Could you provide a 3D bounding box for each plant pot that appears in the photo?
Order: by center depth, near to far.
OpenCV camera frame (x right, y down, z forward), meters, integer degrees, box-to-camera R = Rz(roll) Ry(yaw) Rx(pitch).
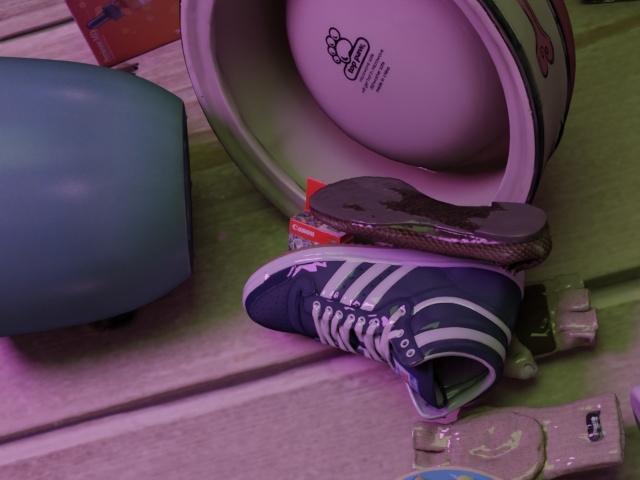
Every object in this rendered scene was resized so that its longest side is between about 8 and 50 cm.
[{"bbox_3d":[-0.249,-0.049,1.529,0.235,0.293,0.293,-3,54,-2],"label":"plant pot"}]

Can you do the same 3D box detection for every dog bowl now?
[{"bbox_3d":[0.066,-0.177,1.468,0.408,0.408,0.150,22,46,28],"label":"dog bowl"}]

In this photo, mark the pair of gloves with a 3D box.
[{"bbox_3d":[0.173,0.137,1.415,0.204,0.042,0.240,-17,47,11],"label":"pair of gloves"}]

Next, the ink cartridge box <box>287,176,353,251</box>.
[{"bbox_3d":[0.000,0.000,1.520,0.063,0.115,0.029,21,32,28],"label":"ink cartridge box"}]

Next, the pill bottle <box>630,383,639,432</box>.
[{"bbox_3d":[0.373,0.145,1.314,0.180,0.108,0.108,-22,53,0],"label":"pill bottle"}]

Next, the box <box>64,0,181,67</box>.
[{"bbox_3d":[-0.212,-0.302,1.780,0.170,0.130,0.091,-23,54,0],"label":"box"}]

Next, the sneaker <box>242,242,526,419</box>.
[{"bbox_3d":[0.048,0.087,1.421,0.282,0.099,0.153,-5,47,19],"label":"sneaker"}]

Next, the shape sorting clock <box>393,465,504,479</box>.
[{"bbox_3d":[0.113,0.295,1.287,0.206,0.040,0.206,1,71,-2],"label":"shape sorting clock"}]

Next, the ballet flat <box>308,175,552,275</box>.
[{"bbox_3d":[0.100,-0.011,1.405,0.250,0.058,0.084,9,40,30],"label":"ballet flat"}]

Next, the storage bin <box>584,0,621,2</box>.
[{"bbox_3d":[0.364,-0.335,1.642,0.180,0.122,0.084,-2,56,15],"label":"storage bin"}]
